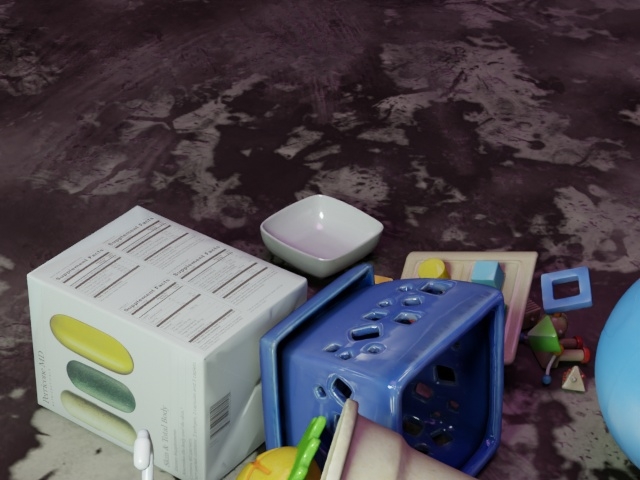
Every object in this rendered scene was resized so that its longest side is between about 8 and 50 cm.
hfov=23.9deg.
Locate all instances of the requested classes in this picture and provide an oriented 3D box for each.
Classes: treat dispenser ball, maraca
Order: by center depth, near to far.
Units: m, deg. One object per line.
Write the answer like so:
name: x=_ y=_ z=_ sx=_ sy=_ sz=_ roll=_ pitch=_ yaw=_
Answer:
maraca: x=-0.040 y=0.265 z=1.602 sx=0.099 sy=0.185 sz=0.127 roll=26 pitch=28 yaw=-7
treat dispenser ball: x=0.456 y=0.151 z=1.709 sx=0.288 sy=0.288 sz=0.288 roll=2 pitch=33 yaw=-1

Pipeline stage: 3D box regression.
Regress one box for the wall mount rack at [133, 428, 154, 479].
wall mount rack: x=-0.278 y=0.345 z=1.518 sx=0.350 sy=0.130 sz=0.304 roll=0 pitch=71 yaw=-3

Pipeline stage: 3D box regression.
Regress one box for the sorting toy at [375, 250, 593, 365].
sorting toy: x=0.173 y=0.076 z=1.949 sx=0.348 sy=0.047 sz=0.196 roll=0 pitch=47 yaw=25

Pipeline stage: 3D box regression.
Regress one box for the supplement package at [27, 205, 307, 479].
supplement package: x=-0.179 y=0.122 z=1.791 sx=0.263 sy=0.199 sz=0.198 roll=23 pitch=38 yaw=28

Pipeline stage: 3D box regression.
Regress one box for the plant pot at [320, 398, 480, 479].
plant pot: x=0.122 y=0.347 z=1.393 sx=0.306 sy=0.333 sz=0.334 roll=16 pitch=34 yaw=2

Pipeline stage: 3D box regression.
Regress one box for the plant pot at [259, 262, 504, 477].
plant pot: x=0.063 y=0.171 z=1.713 sx=0.212 sy=0.236 sz=0.236 roll=18 pitch=36 yaw=32

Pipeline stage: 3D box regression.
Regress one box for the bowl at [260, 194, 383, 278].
bowl: x=0.000 y=0.000 z=2.130 sx=0.142 sy=0.053 sz=0.142 roll=29 pitch=41 yaw=33

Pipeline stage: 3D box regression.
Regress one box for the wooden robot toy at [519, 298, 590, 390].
wooden robot toy: x=0.304 y=0.115 z=1.949 sx=0.076 sy=0.079 sz=0.173 roll=-6 pitch=34 yaw=-13
